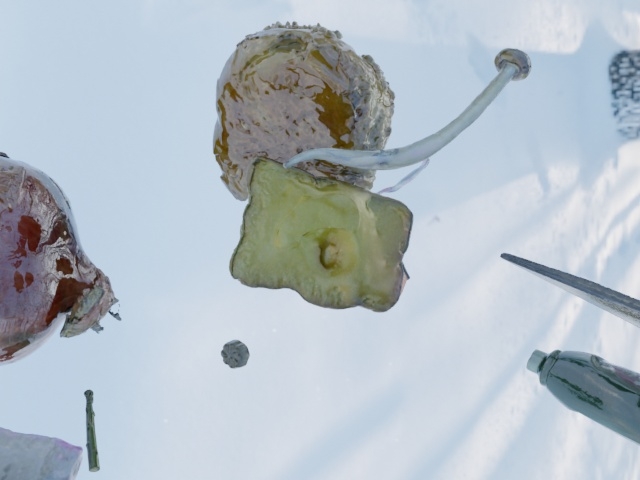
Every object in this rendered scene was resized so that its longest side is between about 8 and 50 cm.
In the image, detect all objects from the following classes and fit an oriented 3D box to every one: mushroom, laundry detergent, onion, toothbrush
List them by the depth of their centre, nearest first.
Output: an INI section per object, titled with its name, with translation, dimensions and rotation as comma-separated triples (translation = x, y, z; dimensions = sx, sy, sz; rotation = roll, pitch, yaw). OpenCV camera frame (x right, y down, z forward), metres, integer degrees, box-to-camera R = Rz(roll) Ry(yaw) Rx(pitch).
[laundry detergent]
translation = 0.299, 0.155, 0.772
dimensions = 0.137, 0.211, 0.063
rotation = 2, 106, -55
[mushroom]
translation = 0.108, -0.127, 0.913
dimensions = 0.068, 0.306, 0.043
rotation = 58, -8, 22
[onion]
translation = -0.530, 0.032, 1.317
dimensions = 0.354, 0.354, 0.353
rotation = -8, 99, -61
[toothbrush]
translation = 0.168, -0.123, 1.796
dimensions = 0.269, 0.021, 0.027
rotation = -37, 107, -40

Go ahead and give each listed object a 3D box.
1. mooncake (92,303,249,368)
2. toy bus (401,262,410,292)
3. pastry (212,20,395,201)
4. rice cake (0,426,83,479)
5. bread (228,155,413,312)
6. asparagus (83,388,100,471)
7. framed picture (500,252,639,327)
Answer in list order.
[mooncake]
translation = -0.305, 0.184, 1.628
dimensions = 0.057, 0.347, 0.150
rotation = -8, 93, -73
[toy bus]
translation = 0.088, 0.073, 1.668
dimensions = 0.079, 0.174, 0.077
rotation = 58, 45, -47
[pastry]
translation = -0.023, -0.171, 1.167
dimensions = 0.162, 0.255, 0.311
rotation = -67, 177, -47
[rice cake]
translation = -0.427, 0.206, 0.853
dimensions = 0.064, 0.399, 0.070
rotation = 81, 24, -50
[bread]
translation = 0.000, 0.000, 1.027
dimensions = 0.233, 0.088, 0.160
rotation = 16, 87, -15
[asparagus]
translation = -0.319, 0.263, 1.137
dimensions = 0.015, 0.018, 0.127
rotation = 30, 30, -43
[framed picture]
translation = 0.315, 0.093, 0.595
dimensions = 0.324, 0.244, 0.013
rotation = 24, 92, -36
